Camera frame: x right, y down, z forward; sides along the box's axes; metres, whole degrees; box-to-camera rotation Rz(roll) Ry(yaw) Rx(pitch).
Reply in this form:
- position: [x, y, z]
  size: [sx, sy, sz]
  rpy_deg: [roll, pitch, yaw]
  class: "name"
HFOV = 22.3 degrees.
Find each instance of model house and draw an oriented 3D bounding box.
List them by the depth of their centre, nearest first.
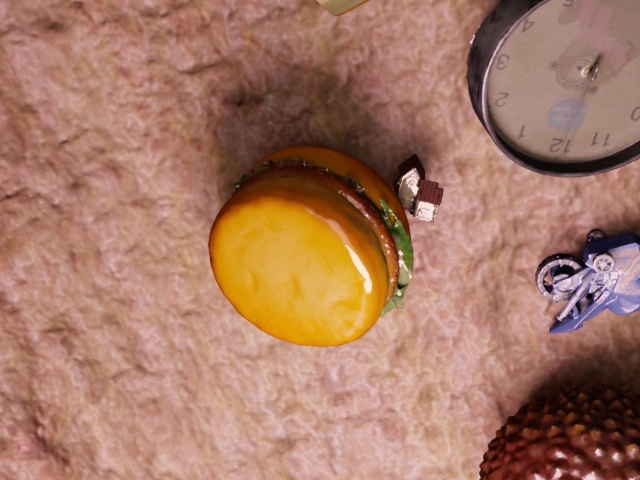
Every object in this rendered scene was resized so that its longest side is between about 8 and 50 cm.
- position: [0.117, -0.063, 1.928]
  size: [0.057, 0.083, 0.058]
  rpy_deg: [14, 108, 1]
  class: "model house"

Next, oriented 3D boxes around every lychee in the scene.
- position: [0.324, 0.295, 1.933]
  size: [0.267, 0.267, 0.267]
  rpy_deg: [1, 108, 3]
  class: "lychee"

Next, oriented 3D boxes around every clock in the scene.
- position: [0.304, -0.191, 1.836]
  size: [0.281, 0.055, 0.280]
  rpy_deg: [-6, 129, -8]
  class: "clock"

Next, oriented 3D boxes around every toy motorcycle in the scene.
- position: [0.364, 0.046, 1.961]
  size: [0.205, 0.076, 0.114]
  rpy_deg: [-16, 113, 9]
  class: "toy motorcycle"

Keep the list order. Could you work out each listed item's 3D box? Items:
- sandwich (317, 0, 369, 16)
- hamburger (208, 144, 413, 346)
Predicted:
- position: [0.030, -0.295, 1.816]
  size: [0.113, 0.163, 0.079]
  rpy_deg: [-39, 102, 15]
  class: "sandwich"
- position: [-0.002, -0.001, 1.904]
  size: [0.246, 0.170, 0.246]
  rpy_deg: [15, 132, 17]
  class: "hamburger"
